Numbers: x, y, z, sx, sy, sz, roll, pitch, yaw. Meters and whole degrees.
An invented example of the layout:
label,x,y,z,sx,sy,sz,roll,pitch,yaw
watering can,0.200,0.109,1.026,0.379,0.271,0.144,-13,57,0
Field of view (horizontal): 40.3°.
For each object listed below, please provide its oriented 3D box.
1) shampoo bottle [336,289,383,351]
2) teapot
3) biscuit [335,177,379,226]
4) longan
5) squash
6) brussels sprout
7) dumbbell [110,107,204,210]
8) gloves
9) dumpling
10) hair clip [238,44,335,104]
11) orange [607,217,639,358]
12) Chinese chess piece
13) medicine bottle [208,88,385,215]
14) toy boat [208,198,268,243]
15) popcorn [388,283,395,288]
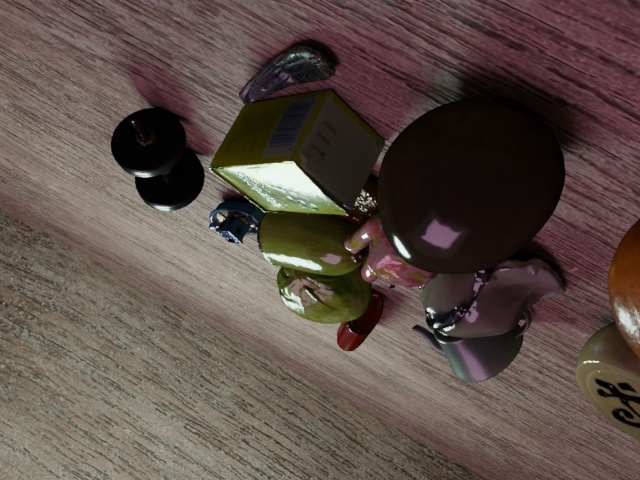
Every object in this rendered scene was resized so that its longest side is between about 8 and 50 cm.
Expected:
label,x,y,z,sx,sy,sz,roll,pitch,yaw
shampoo bottle,0.091,0.209,2.163,0.076,0.118,0.314,24,162,2
teapot,0.298,0.166,1.707,0.239,0.162,0.149,-22,119,37
biscuit,0.042,-0.086,1.544,0.212,0.036,0.212,25,163,8
longan,0.186,-0.068,1.090,0.246,0.246,0.215,8,140,48
squash,0.000,0.000,1.702,0.247,0.132,0.132,9,154,46
brussels sprout,0.009,0.098,1.904,0.223,0.161,0.223,23,169,5
dumbbell,-0.317,-0.157,1.721,0.143,0.143,0.325,23,161,17
gloves,0.130,0.026,1.510,0.145,0.126,0.241,6,148,-16
dumpling,0.289,0.104,1.502,0.204,0.163,0.293,38,149,-14
hair clip,-0.052,-0.238,1.259,0.066,0.036,0.229,32,157,-27
orange,0.476,0.065,0.992,0.283,0.226,0.284,19,162,7
Chinese chess piece,0.564,0.251,1.493,0.257,0.104,0.257,39,160,17
medicine bottle,-0.042,-0.135,1.372,0.137,0.141,0.250,36,162,-33
toy boat,-0.185,-0.036,1.938,0.100,0.097,0.223,42,158,-29
popcorn,0.157,0.065,1.721,0.084,0.084,0.084,26,163,9
